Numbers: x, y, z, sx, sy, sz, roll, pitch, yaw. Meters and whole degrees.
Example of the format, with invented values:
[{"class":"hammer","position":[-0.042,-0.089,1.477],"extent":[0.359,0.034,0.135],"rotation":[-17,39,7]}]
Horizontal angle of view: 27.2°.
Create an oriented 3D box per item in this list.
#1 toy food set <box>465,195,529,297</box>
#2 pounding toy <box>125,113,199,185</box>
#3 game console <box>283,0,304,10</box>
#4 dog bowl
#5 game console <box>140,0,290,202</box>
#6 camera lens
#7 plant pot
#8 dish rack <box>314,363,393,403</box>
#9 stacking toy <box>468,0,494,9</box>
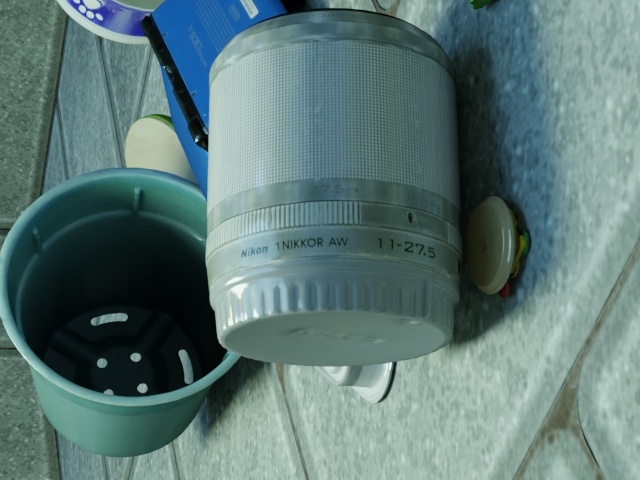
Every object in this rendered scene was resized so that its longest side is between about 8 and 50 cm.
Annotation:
[{"class":"toy food set","position":[0.142,0.006,1.080],"extent":[0.083,0.020,0.083],"rotation":[-107,28,-44]},{"class":"pounding toy","position":[-0.174,-0.086,1.922],"extent":[0.237,0.110,0.183],"rotation":[60,143,4]},{"class":"game console","position":[-0.045,-0.332,1.676],"extent":[0.107,0.071,0.122],"rotation":[52,-145,-72]},{"class":"dog bowl","position":[-0.275,-0.433,1.967],"extent":[0.104,0.264,0.265],"rotation":[138,132,-62]},{"class":"game console","position":[-0.108,-0.187,1.656],"extent":[0.250,0.173,0.293],"rotation":[-40,43,11]},{"class":"camera lens","position":[0.011,-0.046,1.144],"extent":[0.219,0.219,0.274],"rotation":[138,135,-64]},{"class":"plant pot","position":[-0.267,0.130,1.832],"extent":[0.334,0.341,0.341],"rotation":[109,157,-60]},{"class":"dish rack","position":[0.000,0.000,1.420],"extent":[0.333,0.072,0.286],"rotation":[-145,59,-69]},{"class":"stacking toy","position":[0.134,-0.299,1.040],"extent":[0.221,0.052,0.167],"rotation":[131,134,-75]}]
